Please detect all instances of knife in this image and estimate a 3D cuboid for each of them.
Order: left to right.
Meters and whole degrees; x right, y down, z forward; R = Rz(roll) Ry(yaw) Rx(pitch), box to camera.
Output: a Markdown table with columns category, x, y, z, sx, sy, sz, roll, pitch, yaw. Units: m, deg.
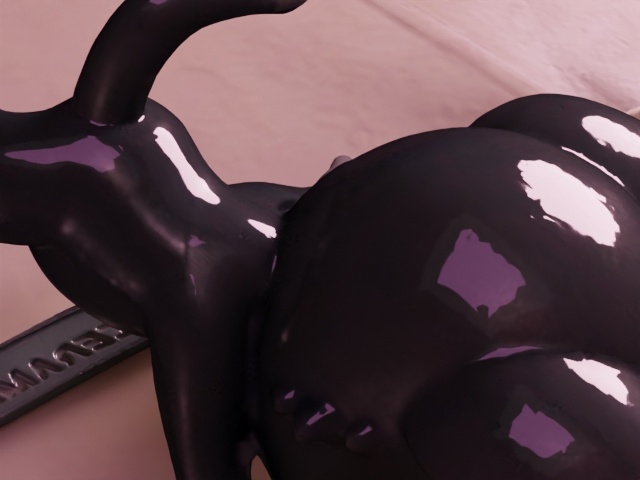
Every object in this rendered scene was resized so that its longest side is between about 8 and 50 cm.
| category | x | y | z | sx | sy | sz | roll | pitch | yaw |
| --- | --- | --- | --- | --- | --- | --- | --- | --- | --- |
| knife | -0.130 | 0.061 | 0.522 | 0.210 | 0.015 | 0.028 | -28 | 54 | -27 |

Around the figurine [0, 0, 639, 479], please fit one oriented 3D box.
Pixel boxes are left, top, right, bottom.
| category | x | y | z | sx | sy | sz | roll | pitch | yaw |
| --- | --- | --- | --- | --- | --- | --- | --- | --- | --- |
| figurine | -0.001 | -0.005 | 0.509 | 0.265 | 0.140 | 0.193 | 37 | 36 | -8 |
